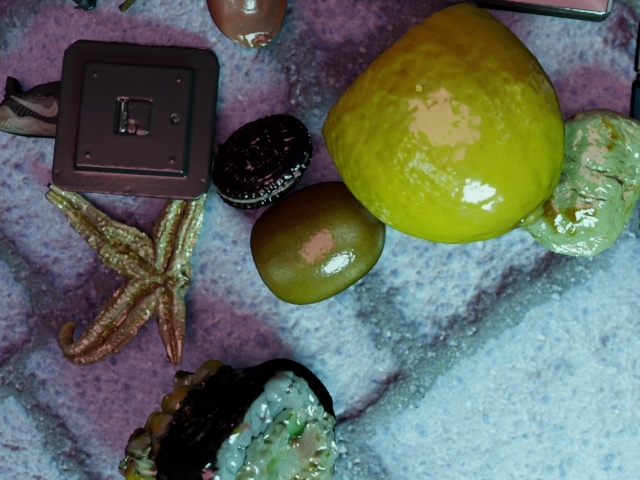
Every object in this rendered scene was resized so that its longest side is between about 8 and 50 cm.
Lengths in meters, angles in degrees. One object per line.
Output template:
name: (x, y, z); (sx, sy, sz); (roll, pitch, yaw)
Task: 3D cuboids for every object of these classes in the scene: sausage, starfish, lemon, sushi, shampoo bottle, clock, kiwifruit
sausage: (-0.122, -0.449, 1.480); (0.148, 0.148, 0.254); (18, 119, 9)
starfish: (-0.348, 0.021, 1.631); (0.324, 0.082, 0.431); (4, 94, 13)
lemon: (0.205, -0.148, 1.356); (0.364, 0.364, 0.364); (2, 97, 12)
sushi: (-0.162, 0.354, 1.529); (0.285, 0.328, 0.328); (9, 57, 37)
shampoo bottle: (0.341, -0.406, 1.429); (0.246, 0.079, 0.080); (10, 98, 11)
clock: (-0.320, -0.211, 1.551); (0.274, 0.049, 0.278); (3, 82, -2)
kiwifruit: (0.000, 0.000, 1.497); (0.234, 0.196, 0.196); (-34, 89, 9)

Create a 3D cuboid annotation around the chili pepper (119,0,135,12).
chili pepper: (-0.231, -0.524, 1.512); (0.131, 0.134, 0.338); (24, 100, -6)

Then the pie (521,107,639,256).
pie: (0.415, -0.095, 1.439); (0.201, 0.090, 0.247); (24, 108, 12)

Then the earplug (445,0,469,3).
earplug: (0.272, -0.492, 1.330); (0.185, 0.185, 0.324); (39, 83, 5)

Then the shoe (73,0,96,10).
shoe: (-0.388, -0.473, 1.586); (0.099, 0.071, 0.169); (44, 107, 1)

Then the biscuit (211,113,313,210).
biscuit: (-0.100, -0.135, 1.520); (0.195, 0.194, 0.053); (-21, 136, 14)

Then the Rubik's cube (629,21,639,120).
Rubik's cube: (0.593, -0.359, 1.387); (0.250, 0.284, 0.234); (-18, 70, -11)

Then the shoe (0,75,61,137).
shoe: (-0.494, -0.241, 1.626); (0.228, 0.099, 0.112); (3, 90, 12)
